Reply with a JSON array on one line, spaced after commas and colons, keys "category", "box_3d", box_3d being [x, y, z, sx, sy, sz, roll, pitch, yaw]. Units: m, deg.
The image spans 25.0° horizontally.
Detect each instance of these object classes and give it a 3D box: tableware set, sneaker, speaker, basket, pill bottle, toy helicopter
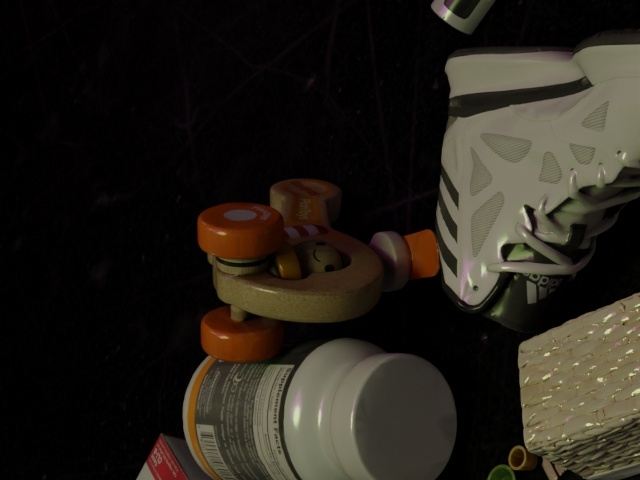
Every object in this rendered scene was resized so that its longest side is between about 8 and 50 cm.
[{"category": "tableware set", "box_3d": [0.197, 0.243, 1.265, 0.104, 0.024, 0.154, -51, 40, 26]}, {"category": "sneaker", "box_3d": [0.249, -0.038, 1.246, 0.447, 0.169, 0.257, 7, 88, 62]}, {"category": "speaker", "box_3d": [0.176, -0.287, 1.519, 0.136, 0.055, 0.055, -54, 38, 22]}, {"category": "basket", "box_3d": [0.251, 0.120, 1.180, 0.167, 0.103, 0.113, -30, 50, 44]}, {"category": "pill bottle", "box_3d": [-0.004, 0.179, 1.449, 0.278, 0.162, 0.162, -6, 69, 52]}, {"category": "toy helicopter", "box_3d": [0.000, 0.000, 1.509, 0.355, 0.235, 0.140, -89, -1, -70]}]

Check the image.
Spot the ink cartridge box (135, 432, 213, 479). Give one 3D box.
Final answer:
[{"category": "ink cartridge box", "box_3d": [-0.144, 0.330, 1.593, 0.176, 0.128, 0.127, -61, 36, 13]}]
